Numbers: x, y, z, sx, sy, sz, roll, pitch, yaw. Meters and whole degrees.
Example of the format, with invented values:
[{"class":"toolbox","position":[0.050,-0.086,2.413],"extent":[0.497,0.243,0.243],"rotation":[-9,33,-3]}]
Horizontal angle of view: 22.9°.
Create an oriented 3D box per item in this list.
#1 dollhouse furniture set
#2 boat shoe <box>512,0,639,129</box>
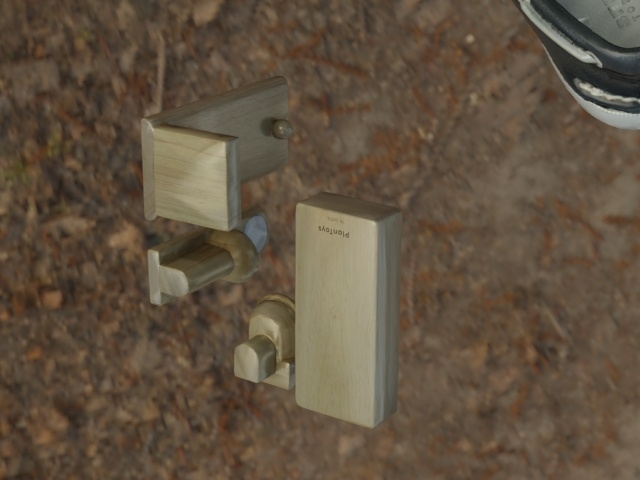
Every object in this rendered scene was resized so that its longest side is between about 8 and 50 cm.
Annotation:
[{"class":"dollhouse furniture set","position":[0.000,0.000,0.878],"extent":[0.123,0.151,0.144],"rotation":[-26,122,-51]},{"class":"boat shoe","position":[0.109,-0.199,0.824],"extent":[0.114,0.302,0.091],"rotation":[-35,160,3]}]
